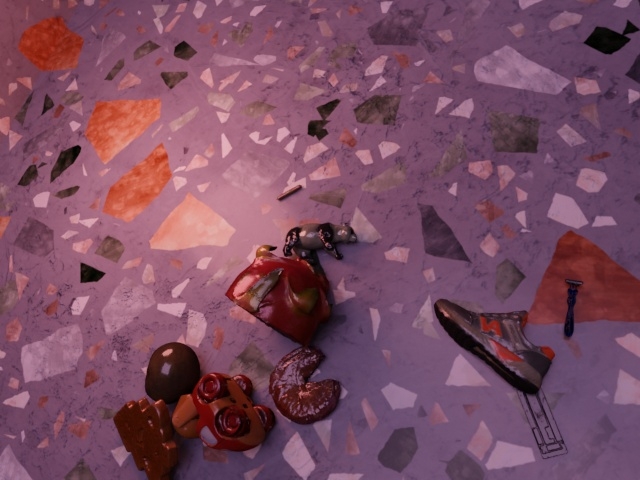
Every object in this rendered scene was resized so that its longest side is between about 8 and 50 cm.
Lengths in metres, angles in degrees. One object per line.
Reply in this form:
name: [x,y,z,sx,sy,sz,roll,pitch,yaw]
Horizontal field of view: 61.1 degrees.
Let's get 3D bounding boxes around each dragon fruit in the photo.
dragon fruit: [-0.102,0.144,1.555,0.306,0.305,0.225,29,78,27]

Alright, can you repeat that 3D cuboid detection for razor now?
razor: [0.652,0.178,1.411,0.044,0.028,0.154,7,70,22]

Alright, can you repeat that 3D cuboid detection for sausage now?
sausage: [-0.106,-0.162,1.831,0.100,0.015,0.015,-28,62,7]

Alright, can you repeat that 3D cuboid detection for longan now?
longan: [-0.450,0.402,1.643,0.167,0.167,0.187,34,87,28]

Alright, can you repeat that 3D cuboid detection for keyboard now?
keyboard: [0.545,0.432,1.355,0.061,0.013,0.204,-21,64,11]

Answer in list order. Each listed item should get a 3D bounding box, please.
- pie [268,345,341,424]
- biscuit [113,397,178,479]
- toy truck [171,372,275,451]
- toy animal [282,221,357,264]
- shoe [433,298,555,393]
pie: [-0.047,0.414,1.553,0.204,0.054,0.219,-44,61,-2]
biscuit: [-0.520,0.577,1.613,0.307,0.043,0.283,14,105,39]
toy truck: [-0.291,0.508,1.536,0.239,0.189,0.265,-47,60,7]
toy animal: [0.000,0.000,1.689,0.225,0.094,0.121,-9,57,18]
shoe: [0.460,0.228,1.410,0.171,0.132,0.336,-44,58,-12]
